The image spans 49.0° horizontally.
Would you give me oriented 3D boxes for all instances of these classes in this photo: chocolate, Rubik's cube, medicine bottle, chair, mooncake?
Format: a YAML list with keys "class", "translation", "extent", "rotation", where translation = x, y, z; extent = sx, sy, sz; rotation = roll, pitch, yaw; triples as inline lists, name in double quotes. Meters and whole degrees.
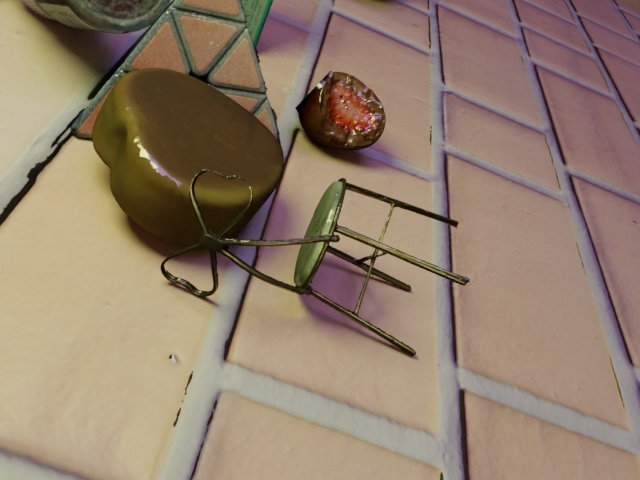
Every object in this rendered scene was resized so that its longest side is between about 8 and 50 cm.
- class: "chocolate"
  translation: [0.036, -0.200, 1.129]
  extent: [0.133, 0.124, 0.127]
  rotation: [47, 10, -7]
- class: "Rubik's cube"
  translation: [-0.194, -0.241, 1.010]
  extent: [0.233, 0.228, 0.228]
  rotation: [-5, -11, 14]
- class: "medicine bottle"
  translation: [-0.334, -0.386, 1.004]
  extent: [0.165, 0.165, 0.273]
  rotation: [-5, 20, -36]
- class: "chair"
  translation: [0.000, 0.000, 0.834]
  extent: [0.326, 0.160, 0.170]
  rotation: [22, 35, -10]
- class: "mooncake"
  translation: [-0.160, -0.101, 0.880]
  extent: [0.235, 0.117, 0.235]
  rotation: [26, 36, -21]

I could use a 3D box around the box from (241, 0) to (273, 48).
- class: "box"
  translation: [-0.147, -0.475, 1.240]
  extent: [0.153, 0.245, 0.092]
  rotation: [18, 35, -15]
